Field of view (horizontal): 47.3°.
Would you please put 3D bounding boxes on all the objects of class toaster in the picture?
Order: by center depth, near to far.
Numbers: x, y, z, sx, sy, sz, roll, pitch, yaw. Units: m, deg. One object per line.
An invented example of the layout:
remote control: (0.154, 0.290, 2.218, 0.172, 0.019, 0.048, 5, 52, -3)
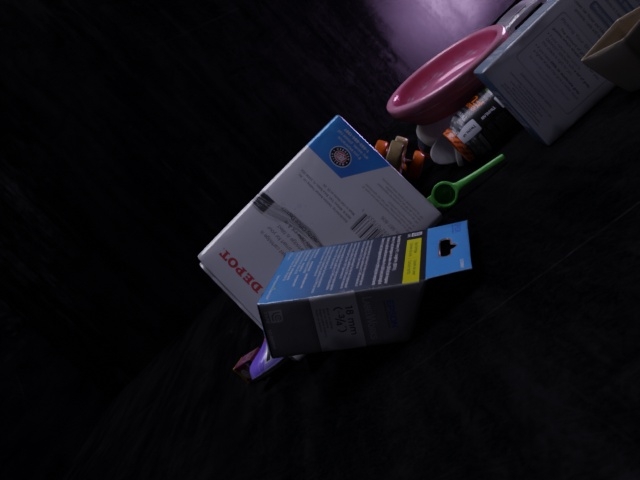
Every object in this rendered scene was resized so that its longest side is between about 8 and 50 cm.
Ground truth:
toaster: (0.639, -0.664, 2.258, 0.227, 0.129, 0.146, -42, 12, 5)

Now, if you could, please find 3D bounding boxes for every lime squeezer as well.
lime squeezer: (0.266, -0.093, 1.557, 0.109, 0.059, 0.310, -14, -11, -31)

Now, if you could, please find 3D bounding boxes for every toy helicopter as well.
toy helicopter: (0.182, -0.168, 1.916, 0.355, 0.140, 0.235, 57, -130, -81)

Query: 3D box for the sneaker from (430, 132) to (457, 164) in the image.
sneaker: (0.367, -0.260, 1.815, 0.212, 0.080, 0.094, -37, -3, 7)

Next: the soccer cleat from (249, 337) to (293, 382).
soccer cleat: (-0.056, 0.166, 1.579, 0.318, 0.116, 0.108, -46, 7, -9)

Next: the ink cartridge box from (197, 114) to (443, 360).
ink cartridge box: (0.000, 0.000, 1.452, 0.395, 0.285, 0.166, -45, -6, 1)

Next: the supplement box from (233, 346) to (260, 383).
supplement box: (-0.155, 0.290, 1.686, 0.083, 0.055, 0.043, -38, 12, 46)

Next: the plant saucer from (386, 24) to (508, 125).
plant saucer: (0.316, -0.386, 1.761, 0.332, 0.084, 0.332, -35, 18, 13)

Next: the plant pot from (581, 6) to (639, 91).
plant pot: (0.507, -0.302, 1.163, 0.109, 0.096, 0.109, -46, 8, -14)

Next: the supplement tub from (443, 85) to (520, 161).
supplement tub: (0.373, -0.271, 1.626, 0.190, 0.117, 0.117, -44, 8, 9)

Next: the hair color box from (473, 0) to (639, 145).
hair color box: (0.482, -0.370, 1.314, 0.374, 0.185, 0.113, -43, 7, 12)

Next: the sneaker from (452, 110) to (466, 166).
sneaker: (0.359, -0.253, 1.733, 0.084, 0.152, 0.058, -3, -13, 13)

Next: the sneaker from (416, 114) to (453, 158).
sneaker: (0.389, -0.343, 1.937, 0.350, 0.131, 0.148, -35, -21, -12)

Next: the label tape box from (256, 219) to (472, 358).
label tape box: (0.088, 0.077, 1.204, 0.333, 0.106, 0.241, -10, 18, 13)
